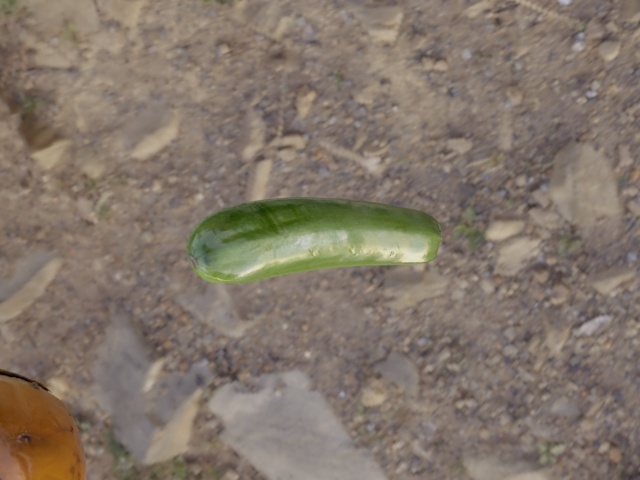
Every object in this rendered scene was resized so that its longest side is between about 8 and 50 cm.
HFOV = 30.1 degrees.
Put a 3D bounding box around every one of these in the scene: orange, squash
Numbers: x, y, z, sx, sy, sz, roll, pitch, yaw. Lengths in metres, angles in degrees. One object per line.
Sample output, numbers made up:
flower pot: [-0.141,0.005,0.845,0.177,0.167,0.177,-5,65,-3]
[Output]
orange: [-0.138,0.093,0.492,0.083,0.083,0.083,12,115,27]
squash: [-0.001,-0.001,0.382,0.027,0.089,0.027,17,109,60]
